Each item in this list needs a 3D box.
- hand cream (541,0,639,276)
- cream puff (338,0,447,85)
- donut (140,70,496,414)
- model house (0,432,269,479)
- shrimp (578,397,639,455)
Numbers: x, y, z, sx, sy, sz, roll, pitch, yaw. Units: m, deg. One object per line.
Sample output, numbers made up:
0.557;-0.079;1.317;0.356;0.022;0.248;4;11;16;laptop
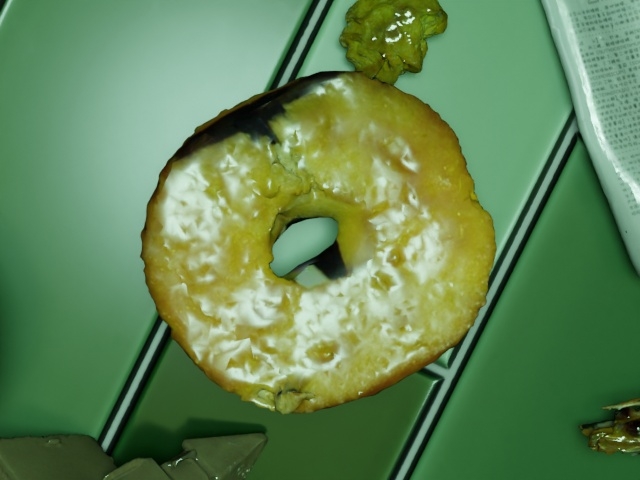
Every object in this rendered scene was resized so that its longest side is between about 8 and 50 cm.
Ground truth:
0.251;-0.105;0.834;0.121;0.076;0.336;-15;88;-9;hand cream
0.055;-0.161;0.809;0.083;0.058;0.083;-21;93;-2;cream puff
-0.002;0.002;0.787;0.253;0.118;0.253;0;94;-2;donut
-0.136;0.222;0.790;0.248;0.181;0.176;-29;139;-28;model house
0.323;0.173;0.853;0.249;0.068;0.150;13;97;-10;shrimp
